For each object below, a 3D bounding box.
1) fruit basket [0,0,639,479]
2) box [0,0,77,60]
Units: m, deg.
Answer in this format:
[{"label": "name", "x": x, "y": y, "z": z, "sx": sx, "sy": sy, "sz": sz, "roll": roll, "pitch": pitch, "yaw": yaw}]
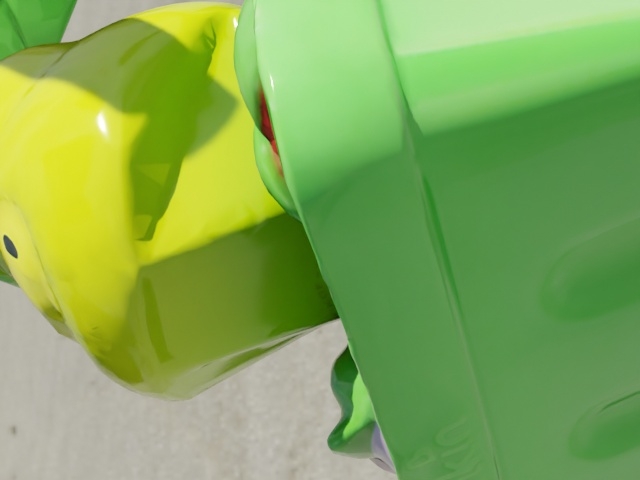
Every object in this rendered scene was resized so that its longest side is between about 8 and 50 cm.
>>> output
[{"label": "fruit basket", "x": 0.000, "y": 0.000, "z": 0.529, "sx": 0.283, "sy": 0.392, "sz": 0.392, "roll": -97, "pitch": 19, "yaw": -44}, {"label": "box", "x": -0.293, "y": -0.280, "z": 1.189, "sx": 0.231, "sy": 0.126, "sz": 0.262, "roll": 7, "pitch": 76, "yaw": 65}]
